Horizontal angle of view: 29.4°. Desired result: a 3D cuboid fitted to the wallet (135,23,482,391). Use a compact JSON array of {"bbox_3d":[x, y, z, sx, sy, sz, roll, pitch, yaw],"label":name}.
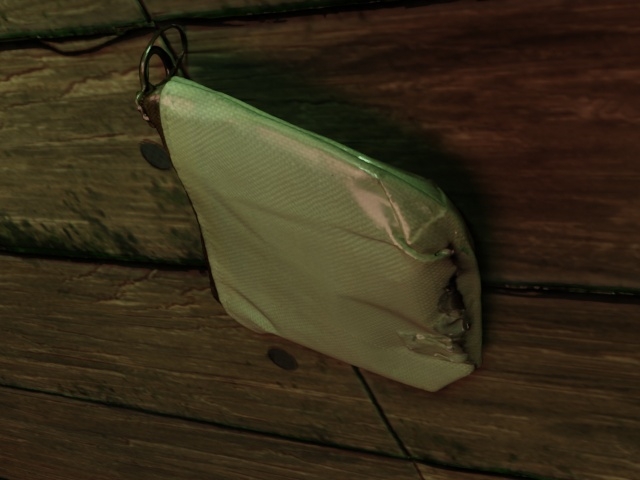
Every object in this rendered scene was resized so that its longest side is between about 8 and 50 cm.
[{"bbox_3d":[-0.003,0.002,0.931,0.275,0.068,0.335,24,152,22],"label":"wallet"}]
